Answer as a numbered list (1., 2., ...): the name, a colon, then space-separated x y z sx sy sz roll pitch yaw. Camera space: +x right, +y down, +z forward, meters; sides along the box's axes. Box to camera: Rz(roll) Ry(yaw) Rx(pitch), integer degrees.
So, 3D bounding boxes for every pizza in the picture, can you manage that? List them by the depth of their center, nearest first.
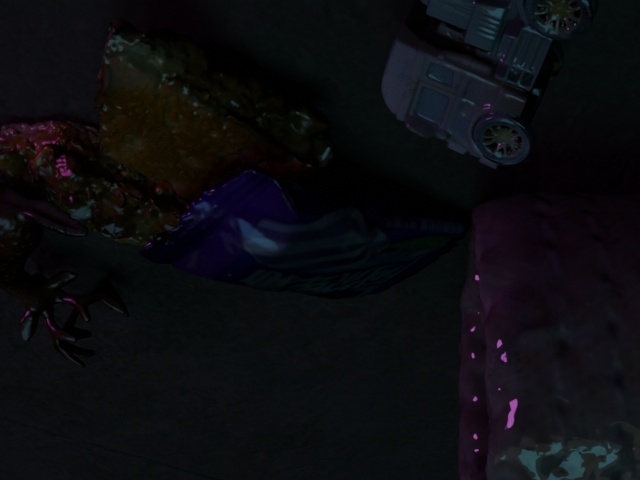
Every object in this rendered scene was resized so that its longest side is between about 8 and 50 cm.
1. pizza: -0.099 -0.098 0.910 0.226 0.069 0.147 27 142 -35
2. pizza: -0.167 -0.033 1.020 0.246 0.058 0.127 26 140 -24

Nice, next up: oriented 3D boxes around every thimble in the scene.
1. thimble: 0.209 0.109 0.924 0.195 0.292 0.292 0 143 4

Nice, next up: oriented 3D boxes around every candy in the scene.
1. candy: 0.000 0.000 0.983 0.275 0.070 0.145 12 147 -39

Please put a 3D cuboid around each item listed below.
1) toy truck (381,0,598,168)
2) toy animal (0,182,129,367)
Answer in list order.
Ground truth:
1. toy truck: 0.107 -0.172 0.743 0.140 0.108 0.257 22 141 4
2. toy animal: -0.284 0.017 1.061 0.260 0.087 0.243 32 161 -11
